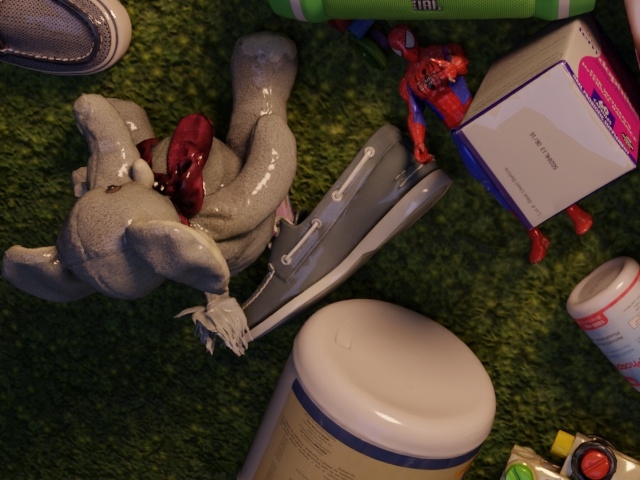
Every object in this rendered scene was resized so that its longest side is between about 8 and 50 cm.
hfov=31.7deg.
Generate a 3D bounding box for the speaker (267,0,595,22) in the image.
[{"bbox_3d":[0.101,-0.263,1.036,0.296,0.131,0.131,1,115,11],"label":"speaker"}]

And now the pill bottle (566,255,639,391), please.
[{"bbox_3d":[0.335,0.100,1.164,0.087,0.087,0.160,-38,98,29],"label":"pill bottle"}]

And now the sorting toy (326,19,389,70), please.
[{"bbox_3d":[0.041,-0.220,1.136,0.102,0.061,0.042,43,86,-12],"label":"sorting toy"}]

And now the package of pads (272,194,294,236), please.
[{"bbox_3d":[-0.060,-0.043,1.257,0.050,0.032,0.083,-8,112,17],"label":"package of pads"}]

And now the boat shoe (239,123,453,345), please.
[{"bbox_3d":[0.000,0.000,1.224,0.319,0.116,0.099,-41,82,26],"label":"boat shoe"}]

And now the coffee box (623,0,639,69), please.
[{"bbox_3d":[0.366,-0.188,1.001,0.168,0.119,0.297,-11,110,21],"label":"coffee box"}]

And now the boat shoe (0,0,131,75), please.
[{"bbox_3d":[-0.384,-0.240,1.197,0.340,0.158,0.127,16,118,11],"label":"boat shoe"}]

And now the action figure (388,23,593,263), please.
[{"bbox_3d":[0.151,-0.093,1.111,0.091,0.139,0.280,-36,97,27],"label":"action figure"}]

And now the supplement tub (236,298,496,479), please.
[{"bbox_3d":[0.035,0.249,1.251,0.228,0.228,0.316,25,120,5],"label":"supplement tub"}]

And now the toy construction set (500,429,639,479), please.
[{"bbox_3d":[0.307,0.333,1.247,0.328,0.151,0.215,23,95,-2],"label":"toy construction set"}]

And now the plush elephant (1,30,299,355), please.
[{"bbox_3d":[-0.169,-0.040,1.114,0.272,0.255,0.330,-10,85,24],"label":"plush elephant"}]

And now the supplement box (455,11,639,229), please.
[{"bbox_3d":[0.215,-0.119,1.025,0.114,0.220,0.111,-33,102,27],"label":"supplement box"}]
